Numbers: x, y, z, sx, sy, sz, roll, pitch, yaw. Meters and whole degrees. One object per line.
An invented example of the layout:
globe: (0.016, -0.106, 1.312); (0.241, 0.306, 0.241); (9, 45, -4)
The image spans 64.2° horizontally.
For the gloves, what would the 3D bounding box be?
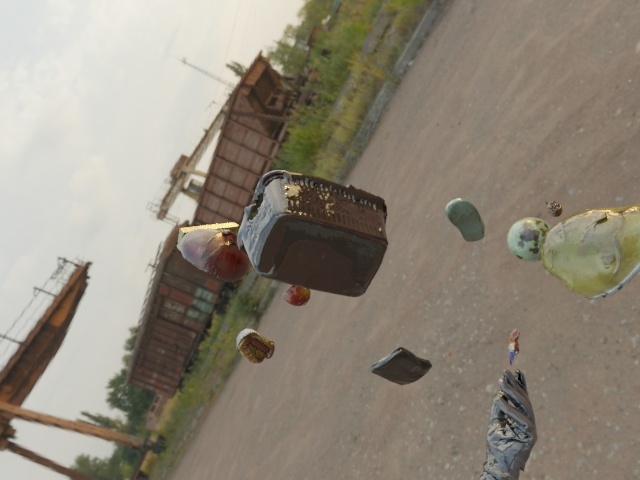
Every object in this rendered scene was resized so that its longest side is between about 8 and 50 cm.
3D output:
gloves: (0.425, 0.436, 1.163); (0.142, 0.119, 0.286); (147, 137, -73)

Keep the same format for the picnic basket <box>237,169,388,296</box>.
picnic basket: (0.000, 0.000, 0.995); (0.129, 0.296, 0.223); (-110, 40, -57)

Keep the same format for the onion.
onion: (-0.349, 0.041, 1.723); (0.161, 0.248, 0.248); (-57, 7, -12)

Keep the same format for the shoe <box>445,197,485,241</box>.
shoe: (0.514, -0.088, 1.822); (0.103, 0.251, 0.100); (-25, 47, 19)

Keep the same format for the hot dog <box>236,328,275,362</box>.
hot dog: (-0.273, 0.441, 2.127); (0.131, 0.069, 0.253); (-44, -35, -8)

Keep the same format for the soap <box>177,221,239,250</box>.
soap: (-0.451, -0.016, 2.060); (0.037, 0.252, 0.092); (43, 127, 36)

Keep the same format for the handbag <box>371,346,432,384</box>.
handbag: (0.381, 0.590, 2.371); (0.191, 0.332, 0.075); (-40, 47, 18)

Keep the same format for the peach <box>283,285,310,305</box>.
peach: (-0.068, 0.155, 1.525); (0.050, 0.083, 0.077); (-47, 32, 49)

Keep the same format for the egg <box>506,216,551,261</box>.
egg: (0.796, -0.002, 1.925); (0.231, 0.169, 0.169); (0, -61, -60)

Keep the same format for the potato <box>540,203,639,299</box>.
potato: (0.714, 0.007, 1.340); (0.246, 0.196, 0.300); (-52, -5, -33)

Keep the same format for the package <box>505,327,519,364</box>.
package: (0.603, 0.332, 1.598); (0.111, 0.033, 0.077); (-67, -23, -50)

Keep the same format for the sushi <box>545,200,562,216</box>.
sushi: (0.881, -0.123, 1.925); (0.050, 0.047, 0.099); (-27, 22, 5)
